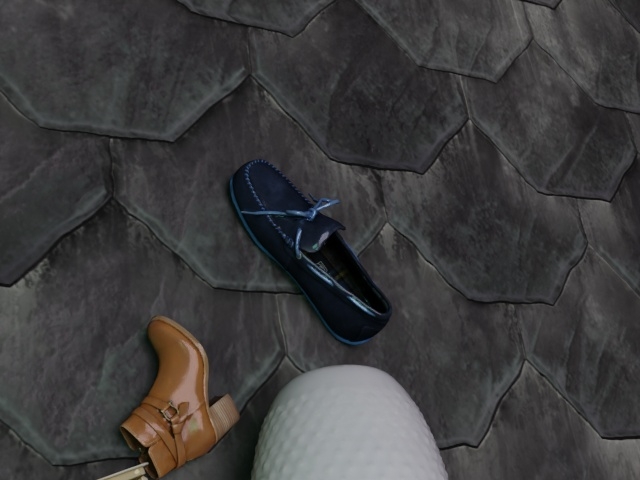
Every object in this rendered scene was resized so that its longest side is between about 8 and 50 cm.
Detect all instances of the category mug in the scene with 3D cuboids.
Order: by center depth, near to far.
[{"bbox_3d":[0.062,0.368,1.360,0.374,0.276,0.328,42,34,-49],"label":"mug"}]

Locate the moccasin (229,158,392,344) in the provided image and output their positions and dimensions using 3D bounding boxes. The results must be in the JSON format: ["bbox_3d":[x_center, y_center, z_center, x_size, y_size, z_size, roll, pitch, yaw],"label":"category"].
[{"bbox_3d":[0.000,0.000,1.584,0.342,0.117,0.137,49,49,-2],"label":"moccasin"}]

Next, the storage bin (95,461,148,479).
[{"bbox_3d":[-0.272,0.429,1.165,0.260,0.123,0.262,-14,74,-38],"label":"storage bin"}]

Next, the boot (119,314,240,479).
[{"bbox_3d":[-0.215,0.210,1.358,0.152,0.073,0.197,-33,84,-37],"label":"boot"}]
